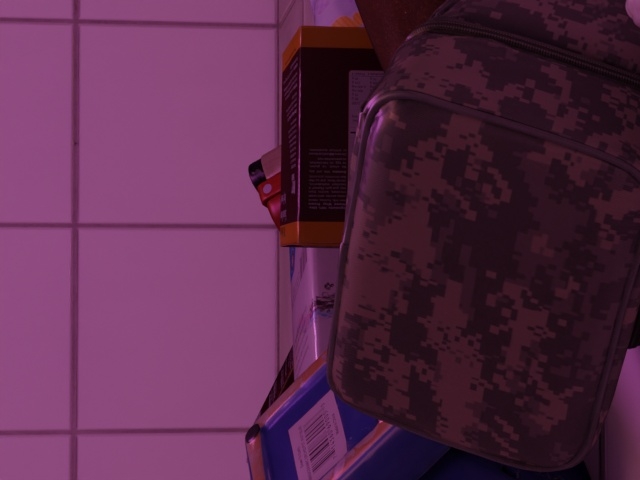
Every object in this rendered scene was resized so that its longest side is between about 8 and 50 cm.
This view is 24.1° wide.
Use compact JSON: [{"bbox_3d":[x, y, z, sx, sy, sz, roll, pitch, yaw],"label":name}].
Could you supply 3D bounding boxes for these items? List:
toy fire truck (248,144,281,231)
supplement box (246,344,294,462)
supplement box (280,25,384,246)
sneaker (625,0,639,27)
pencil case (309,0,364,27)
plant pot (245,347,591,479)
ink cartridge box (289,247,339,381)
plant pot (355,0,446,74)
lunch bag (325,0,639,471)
[{"bbox_3d":[0.000,0.000,2.159,0.217,0.158,0.246,33,-145,-53],"label":"toy fire truck"},{"bbox_3d":[0.014,0.180,1.816,0.073,0.130,0.239,-90,25,-68],"label":"supplement box"},{"bbox_3d":[0.033,-0.090,1.405,0.191,0.129,0.194,171,99,-84],"label":"supplement box"},{"bbox_3d":[0.244,-0.131,0.812,0.271,0.100,0.108,98,161,-80],"label":"sneaker"},{"bbox_3d":[0.046,-0.267,2.176,0.124,0.113,0.273,97,170,-57],"label":"pencil case"},{"bbox_3d":[0.071,0.207,1.253,0.236,0.212,0.236,-45,26,15],"label":"plant pot"},{"bbox_3d":[0.075,0.089,1.627,0.198,0.197,0.270,107,162,-65],"label":"ink cartridge box"},{"bbox_3d":[0.139,-0.152,1.235,0.215,0.215,0.230,-104,2,-61],"label":"plant pot"},{"bbox_3d":[0.147,-0.034,1.058,0.256,0.212,0.305,-59,-20,-49],"label":"lunch bag"}]
